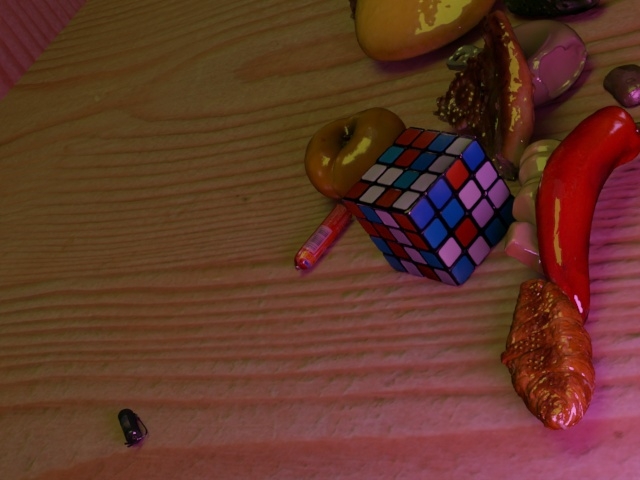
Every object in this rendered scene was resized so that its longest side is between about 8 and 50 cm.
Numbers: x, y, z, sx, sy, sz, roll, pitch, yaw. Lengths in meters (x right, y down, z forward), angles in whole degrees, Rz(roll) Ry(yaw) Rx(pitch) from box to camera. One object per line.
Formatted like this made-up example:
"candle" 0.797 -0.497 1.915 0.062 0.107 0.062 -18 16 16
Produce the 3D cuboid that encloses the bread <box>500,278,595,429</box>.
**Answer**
"bread" 0.267 0.141 1.566 0.105 0.076 0.233 -31 33 22

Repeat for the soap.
"soap" 0.204 -0.489 2.476 0.306 0.115 0.427 -12 47 27

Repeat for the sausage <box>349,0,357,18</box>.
"sausage" 0.170 -0.540 2.646 0.302 0.076 0.103 -31 40 14

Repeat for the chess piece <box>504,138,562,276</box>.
"chess piece" 0.294 -0.037 1.784 0.090 0.090 0.200 -17 37 31

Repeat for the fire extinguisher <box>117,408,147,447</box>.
"fire extinguisher" -0.277 0.279 2.013 0.038 0.025 0.083 -17 27 -11

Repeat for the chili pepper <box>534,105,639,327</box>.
"chili pepper" 0.340 -0.059 1.731 0.092 0.137 0.368 -33 21 57

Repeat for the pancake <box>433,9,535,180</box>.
"pancake" 0.235 -0.208 2.034 0.244 0.057 0.266 -15 65 57

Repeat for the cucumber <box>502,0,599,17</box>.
"cucumber" 0.375 -0.401 2.241 0.069 0.069 0.227 -48 27 -18

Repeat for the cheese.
"cheese" 0.293 -0.277 2.139 0.163 0.082 0.286 -47 28 -18

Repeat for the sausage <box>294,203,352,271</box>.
"sausage" 0.000 0.000 2.102 0.034 0.034 0.129 7 52 51

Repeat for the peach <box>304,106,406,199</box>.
"peach" 0.055 -0.136 2.166 0.179 0.103 0.179 -27 33 20

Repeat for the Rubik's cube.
"Rubik's cube" 0.156 -0.049 1.885 0.154 0.151 0.155 -48 31 -17

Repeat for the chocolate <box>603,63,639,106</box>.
"chocolate" 0.445 -0.231 1.955 0.064 0.031 0.101 -30 28 4
